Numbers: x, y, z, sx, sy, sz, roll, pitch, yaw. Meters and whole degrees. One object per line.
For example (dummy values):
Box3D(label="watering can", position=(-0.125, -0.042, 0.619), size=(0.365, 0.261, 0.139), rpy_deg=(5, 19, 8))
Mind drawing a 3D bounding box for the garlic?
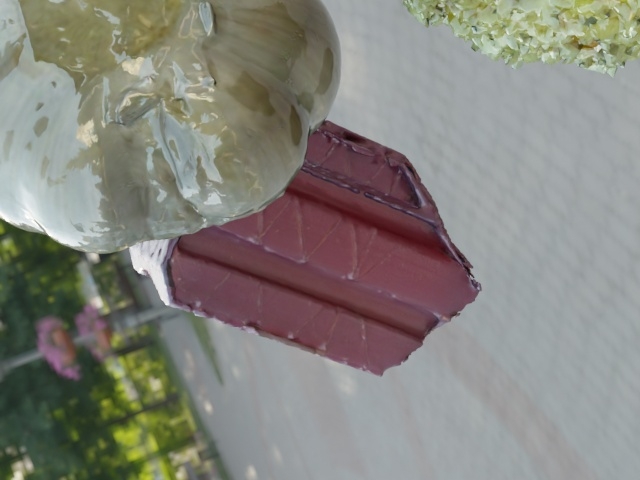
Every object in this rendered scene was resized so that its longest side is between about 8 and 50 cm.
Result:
Box3D(label="garlic", position=(-0.099, -0.095, 0.740), size=(0.152, 0.228, 0.228), rpy_deg=(87, 159, -63))

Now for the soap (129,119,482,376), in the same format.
Box3D(label="soap", position=(0.000, 0.000, 1.004), size=(0.099, 0.250, 0.162), rpy_deg=(22, 89, 63))

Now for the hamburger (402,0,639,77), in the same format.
Box3D(label="hamburger", position=(0.109, -0.162, 0.551), size=(0.262, 0.243, 0.139), rpy_deg=(91, -165, -67))
